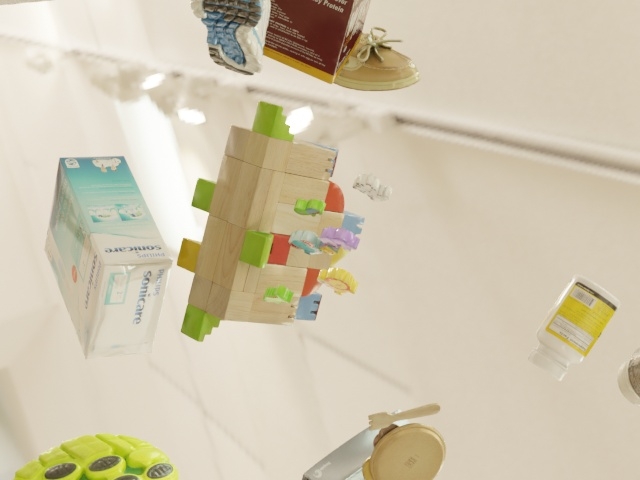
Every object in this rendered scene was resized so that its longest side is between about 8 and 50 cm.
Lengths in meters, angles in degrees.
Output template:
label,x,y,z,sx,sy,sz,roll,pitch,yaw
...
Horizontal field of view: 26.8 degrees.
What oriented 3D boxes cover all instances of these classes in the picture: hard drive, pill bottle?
label,x,y,z,sx,sy,sz,roll,pitch,yaw
hard drive,0.052,0.391,2.185,0.054,0.254,0.172,34,-53,26
pill bottle,0.412,0.154,1.590,0.078,0.078,0.137,67,-20,10
pill bottle,0.291,0.103,1.560,0.065,0.116,0.065,35,0,0

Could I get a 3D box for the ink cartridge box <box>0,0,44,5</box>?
label,x,y,z,sx,sy,sz,roll,pitch,yaw
ink cartridge box,-0.378,-0.388,1.709,0.191,0.139,0.082,-81,163,-45

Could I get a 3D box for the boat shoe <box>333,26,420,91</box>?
label,x,y,z,sx,sy,sz,roll,pitch,yaw
boat shoe,0.040,-0.317,2.220,0.285,0.104,0.089,21,-56,32

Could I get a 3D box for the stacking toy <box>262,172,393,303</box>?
label,x,y,z,sx,sy,sz,roll,pitch,yaw
stacking toy,0.000,0.000,1.903,0.052,0.167,0.221,33,-24,-28

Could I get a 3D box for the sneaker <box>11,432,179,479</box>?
label,x,y,z,sx,sy,sz,roll,pitch,yaw
sneaker,-0.291,0.306,1.438,0.109,0.295,0.123,53,-18,43

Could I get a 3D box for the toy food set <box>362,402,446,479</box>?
label,x,y,z,sx,sy,sz,roll,pitch,yaw
toy food set,0.126,0.326,2.030,0.038,0.132,0.192,-126,-151,-60

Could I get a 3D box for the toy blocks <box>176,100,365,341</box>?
label,x,y,z,sx,sy,sz,roll,pitch,yaw
toy blocks,-0.050,-0.016,2.128,0.190,0.261,0.381,21,-81,45

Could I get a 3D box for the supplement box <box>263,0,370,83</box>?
label,x,y,z,sx,sy,sz,roll,pitch,yaw
supplement box,-0.025,-0.381,2.055,0.191,0.129,0.194,24,-41,7

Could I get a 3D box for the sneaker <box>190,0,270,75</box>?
label,x,y,z,sx,sy,sz,roll,pitch,yaw
sneaker,-0.083,-0.243,1.340,0.191,0.071,0.083,95,9,-72

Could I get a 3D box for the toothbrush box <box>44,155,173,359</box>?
label,x,y,z,sx,sy,sz,roll,pitch,yaw
toothbrush box,-0.369,0.025,2.305,0.295,0.126,0.216,59,-38,41
